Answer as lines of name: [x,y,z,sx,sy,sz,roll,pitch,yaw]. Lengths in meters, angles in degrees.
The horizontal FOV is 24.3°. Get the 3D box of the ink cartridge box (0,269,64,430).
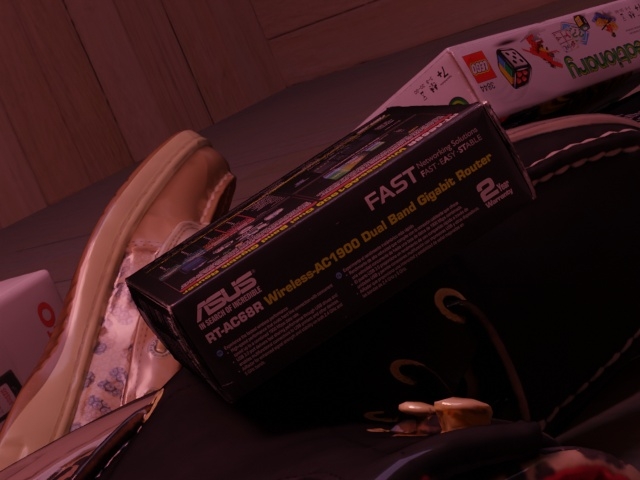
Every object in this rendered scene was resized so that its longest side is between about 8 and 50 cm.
ink cartridge box: [-0.187,0.120,0.731,0.085,0.148,0.203,-18,12,30]

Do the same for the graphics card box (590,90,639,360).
graphics card box: [0.138,-0.003,0.796,0.370,0.094,0.233,-27,7,-14]

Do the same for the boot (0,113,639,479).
boot: [0.035,0.077,0.499,0.377,0.138,0.284,-30,10,-14]

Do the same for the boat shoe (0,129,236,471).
boat shoe: [-0.085,0.066,0.716,0.105,0.089,0.285,104,-175,-53]

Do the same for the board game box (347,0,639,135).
board game box: [0.066,-0.045,0.977,0.193,0.053,0.305,-21,-12,-42]

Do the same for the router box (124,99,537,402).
router box: [0.000,0.000,0.498,0.122,0.038,0.092,-34,11,-11]
